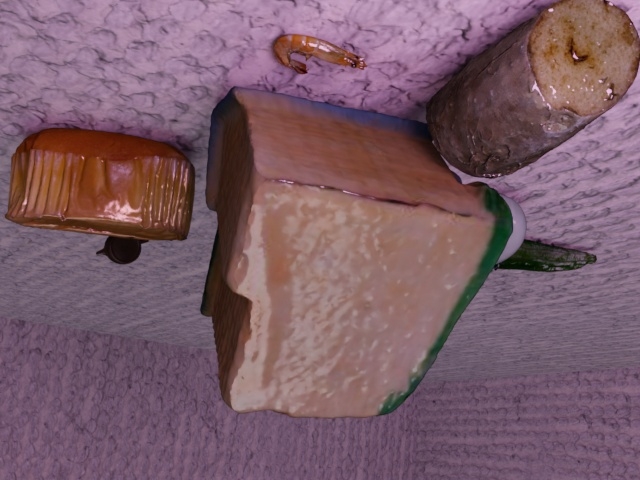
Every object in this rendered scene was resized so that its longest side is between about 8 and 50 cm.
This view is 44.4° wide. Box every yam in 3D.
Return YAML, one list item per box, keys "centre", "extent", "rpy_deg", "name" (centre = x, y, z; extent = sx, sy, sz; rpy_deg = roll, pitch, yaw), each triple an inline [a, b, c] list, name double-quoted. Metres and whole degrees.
- centre: [0.224, -0.158, 0.884]
  extent: [0.154, 0.154, 0.254]
  rpy_deg: [10, 165, -19]
  name: "yam"

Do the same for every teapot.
- centre: [-0.440, 0.013, 1.752]
  extent: [0.121, 0.076, 0.068]
  rpy_deg: [-20, -170, -34]
  name: "teapot"

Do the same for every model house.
- centre: [0.000, 0.000, 1.083]
  extent: [0.334, 0.343, 0.382]
  rpy_deg: [8, 123, -19]
  name: "model house"

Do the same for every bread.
- centre: [-0.345, -0.089, 1.245]
  extent: [0.288, 0.156, 0.204]
  rpy_deg: [4, 172, -9]
  name: "bread"

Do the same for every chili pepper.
- centre: [0.467, 0.031, 1.610]
  extent: [0.226, 0.059, 0.088]
  rpy_deg: [4, 151, -11]
  name: "chili pepper"

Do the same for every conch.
- centre: [0.258, -0.024, 1.406]
  extent: [0.185, 0.121, 0.221]
  rpy_deg: [45, 151, -20]
  name: "conch"

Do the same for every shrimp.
- centre: [-0.002, -0.218, 0.944]
  extent: [0.114, 0.023, 0.083]
  rpy_deg: [12, 165, -8]
  name: "shrimp"
